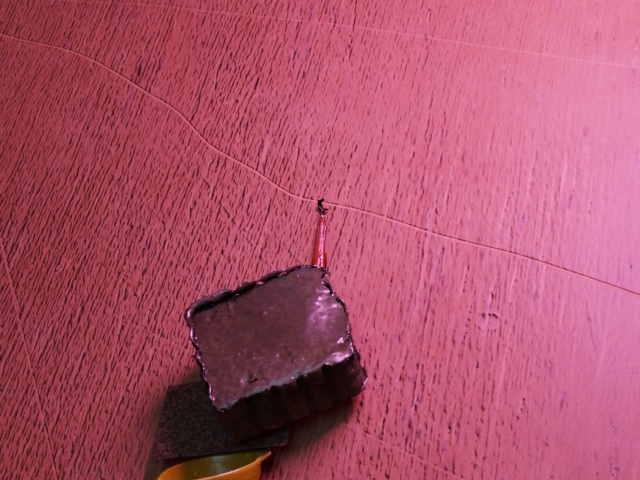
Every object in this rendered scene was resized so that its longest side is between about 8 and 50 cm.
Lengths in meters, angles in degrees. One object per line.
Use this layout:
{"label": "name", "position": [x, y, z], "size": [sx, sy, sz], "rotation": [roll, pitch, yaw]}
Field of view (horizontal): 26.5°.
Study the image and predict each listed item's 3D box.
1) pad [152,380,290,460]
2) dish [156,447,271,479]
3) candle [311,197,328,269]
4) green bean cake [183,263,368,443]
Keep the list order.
{"label": "pad", "position": [-0.153, 0.279, 2.177], "size": [0.235, 0.003, 0.158], "rotation": [-10, 42, 17]}
{"label": "dish", "position": [-0.157, 0.377, 2.069], "size": [0.208, 0.080, 0.149], "rotation": [-13, 6, -34]}
{"label": "candle", "position": [0.001, 0.001, 2.308], "size": [0.026, 0.021, 0.167], "rotation": [7, 56, -3]}
{"label": "green bean cake", "position": [-0.069, 0.172, 2.146], "size": [0.255, 0.132, 0.241], "rotation": [-23, 44, -3]}
